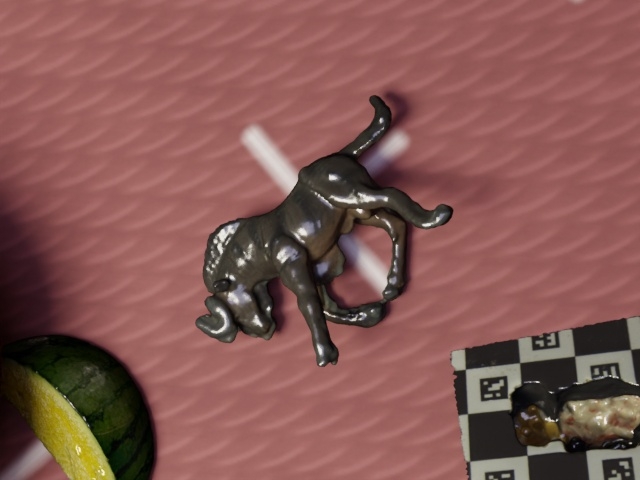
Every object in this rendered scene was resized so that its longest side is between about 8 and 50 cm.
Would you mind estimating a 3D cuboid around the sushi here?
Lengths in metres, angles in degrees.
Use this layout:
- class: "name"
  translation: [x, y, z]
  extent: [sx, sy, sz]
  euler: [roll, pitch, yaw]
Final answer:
- class: "sushi"
  translation: [0.216, 0.152, 1.064]
  extent: [0.215, 0.051, 0.192]
  euler: [-12, 45, 8]

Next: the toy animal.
- class: "toy animal"
  translation: [0.000, 0.000, 1.108]
  extent: [0.148, 0.084, 0.233]
  euler: [39, 97, 9]

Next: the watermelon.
- class: "watermelon"
  translation: [-0.190, 0.137, 1.157]
  extent: [0.181, 0.075, 0.092]
  euler: [48, 139, 9]

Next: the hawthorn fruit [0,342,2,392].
- class: "hawthorn fruit"
  translation: [-0.440, 0.113, 1.022]
  extent: [0.402, 0.403, 0.403]
  euler: [0, 88, 9]
